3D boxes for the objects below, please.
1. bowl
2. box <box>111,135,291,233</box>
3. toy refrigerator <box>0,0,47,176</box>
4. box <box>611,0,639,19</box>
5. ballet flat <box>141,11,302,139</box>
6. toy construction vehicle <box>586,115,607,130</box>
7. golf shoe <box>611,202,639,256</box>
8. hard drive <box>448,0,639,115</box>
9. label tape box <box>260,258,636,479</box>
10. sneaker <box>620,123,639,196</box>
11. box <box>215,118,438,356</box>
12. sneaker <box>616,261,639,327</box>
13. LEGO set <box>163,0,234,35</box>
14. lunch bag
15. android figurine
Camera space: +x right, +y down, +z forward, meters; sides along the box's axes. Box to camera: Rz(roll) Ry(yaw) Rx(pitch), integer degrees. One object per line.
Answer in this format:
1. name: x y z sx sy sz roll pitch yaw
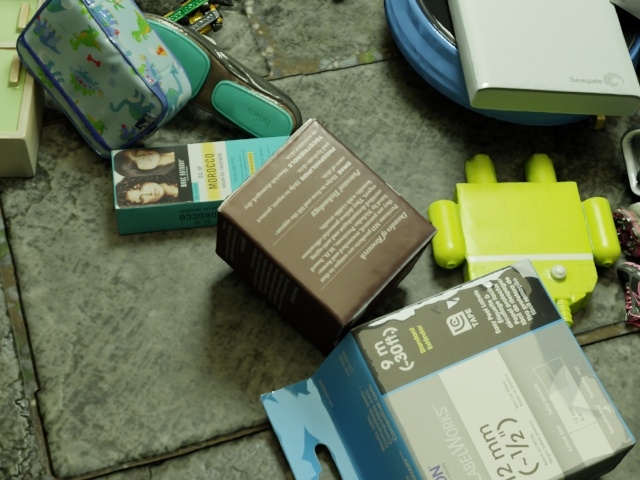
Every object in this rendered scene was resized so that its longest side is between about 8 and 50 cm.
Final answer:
1. bowl: 0.289 -0.343 1.638 0.391 0.077 0.391 6 57 -9
2. box: -0.151 -0.075 1.494 0.244 0.060 0.101 -6 56 -8
3. toy refrigerator: -0.437 -0.222 1.554 0.102 0.094 0.270 1 55 -3
4. box: 0.559 -0.374 1.660 0.322 0.058 0.232 25 52 -24
5. ballet flat: -0.148 -0.224 1.555 0.280 0.095 0.096 35 25 -7
6. toy construction vehicle: 0.370 -0.207 1.632 0.085 0.035 0.098 0 56 -4
7. golf shoe: 0.459 0.021 1.465 0.085 0.067 0.186 -16 58 -16
8. hard drive: 0.291 -0.328 1.554 0.232 0.047 0.353 1 58 -12
9. label tape box: 0.137 0.202 1.272 0.347 0.115 0.249 -20 66 -13
10. sneaker: 0.525 -0.074 1.496 0.153 0.099 0.282 -17 50 -35
11. box: 0.000 0.000 1.353 0.203 0.168 0.167 42 72 7
12. sneaker: 0.408 0.081 1.440 0.057 0.047 0.119 -26 60 -7
13. LEGO set: -0.280 -0.424 1.630 0.255 0.192 0.331 -42 108 -6
14. lunch bag: -0.288 -0.226 1.485 0.219 0.176 0.090 53 42 -8
15. android figurine: 0.266 0.001 1.475 0.248 0.056 0.273 1 54 -3
